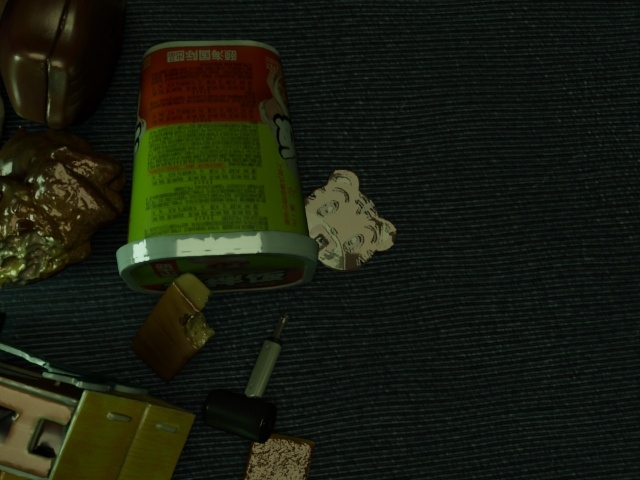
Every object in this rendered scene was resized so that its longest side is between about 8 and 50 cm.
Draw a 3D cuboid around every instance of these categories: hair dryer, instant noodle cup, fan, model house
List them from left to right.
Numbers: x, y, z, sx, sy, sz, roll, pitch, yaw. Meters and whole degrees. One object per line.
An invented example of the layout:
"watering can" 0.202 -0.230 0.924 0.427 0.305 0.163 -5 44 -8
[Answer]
"model house" -0.342 0.276 0.952 0.324 0.340 0.300 20 82 -8
"instant noodle cup" -0.145 -0.097 1.076 0.294 0.294 0.308 -3 76 -8
"hair dryer" -0.092 0.193 1.137 0.100 0.057 0.197 15 64 19
"fan" 0.000 0.000 1.196 0.227 0.008 0.152 -37 88 -12

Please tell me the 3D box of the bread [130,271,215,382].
"bread" -0.195 0.122 1.050 0.088 0.226 0.049 48 52 2

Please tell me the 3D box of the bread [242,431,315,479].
"bread" -0.062 0.330 1.130 0.094 0.035 0.090 12 81 -5

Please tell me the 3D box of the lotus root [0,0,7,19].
"lotus root" -0.487 -0.345 1.088 0.140 0.154 0.257 -22 53 -5

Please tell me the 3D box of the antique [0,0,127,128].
"antique" -0.357 -0.274 1.066 0.129 0.223 0.278 14 45 -6

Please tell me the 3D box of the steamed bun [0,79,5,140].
"steamed bun" -0.564 -0.192 1.078 0.218 0.144 0.211 -16 84 -10

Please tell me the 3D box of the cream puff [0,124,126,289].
"cream puff" -0.396 -0.043 1.056 0.269 0.241 0.155 -37 130 -9
